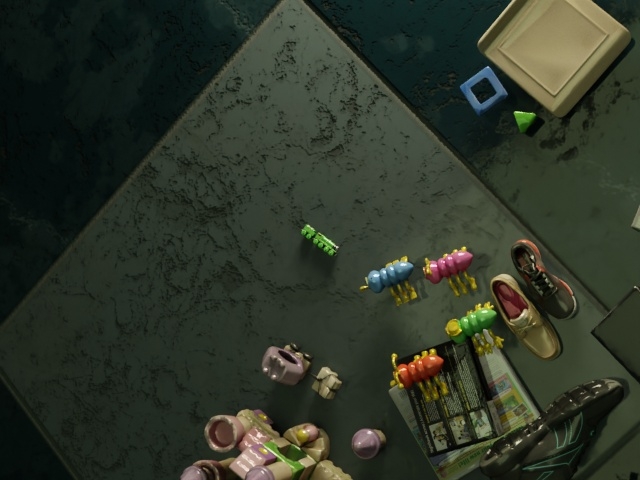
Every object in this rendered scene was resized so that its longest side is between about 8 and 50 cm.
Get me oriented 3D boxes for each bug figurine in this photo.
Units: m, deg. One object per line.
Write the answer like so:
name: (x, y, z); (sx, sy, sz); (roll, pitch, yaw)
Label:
bug figurine: (0.183, 0.119, 1.864); (0.216, 0.072, 0.279); (-28, 55, 17)

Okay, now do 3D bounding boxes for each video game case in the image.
video game case: (0.251, 0.289, 1.905); (0.212, 0.023, 0.193); (-35, 75, 17)

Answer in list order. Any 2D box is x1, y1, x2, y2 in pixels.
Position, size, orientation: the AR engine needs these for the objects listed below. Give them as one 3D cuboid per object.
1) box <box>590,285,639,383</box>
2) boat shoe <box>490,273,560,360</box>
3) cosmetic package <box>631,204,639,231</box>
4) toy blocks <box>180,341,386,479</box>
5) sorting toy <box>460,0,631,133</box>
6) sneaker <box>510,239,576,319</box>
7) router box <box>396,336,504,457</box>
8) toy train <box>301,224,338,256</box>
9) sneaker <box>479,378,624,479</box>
box: (0.524, 0.166, 1.663); (0.184, 0.261, 0.103); (46, 105, 19)
boat shoe: (0.338, 0.131, 1.854); (0.063, 0.059, 0.170); (-41, 73, 16)
cosmetic package: (0.595, -0.104, 1.732); (0.127, 0.107, 0.238); (26, 95, 22)
toy blocks: (-0.076, 0.380, 1.913); (0.288, 0.260, 0.309); (34, 101, 21)
sorting toy: (0.395, -0.334, 1.858); (0.196, 0.047, 0.348); (44, 105, 14)
sneaker: (0.364, 0.068, 1.842); (0.061, 0.065, 0.158); (-42, 73, 16)
router box: (0.221, 0.265, 1.879); (0.133, 0.046, 0.179); (-21, 79, 21)
toy train: (0.000, 0.000, 2.028); (0.083, 0.017, 0.024); (36, 91, 20)
sneaker: (0.390, 0.326, 1.799); (0.267, 0.101, 0.106); (-35, 92, 2)
